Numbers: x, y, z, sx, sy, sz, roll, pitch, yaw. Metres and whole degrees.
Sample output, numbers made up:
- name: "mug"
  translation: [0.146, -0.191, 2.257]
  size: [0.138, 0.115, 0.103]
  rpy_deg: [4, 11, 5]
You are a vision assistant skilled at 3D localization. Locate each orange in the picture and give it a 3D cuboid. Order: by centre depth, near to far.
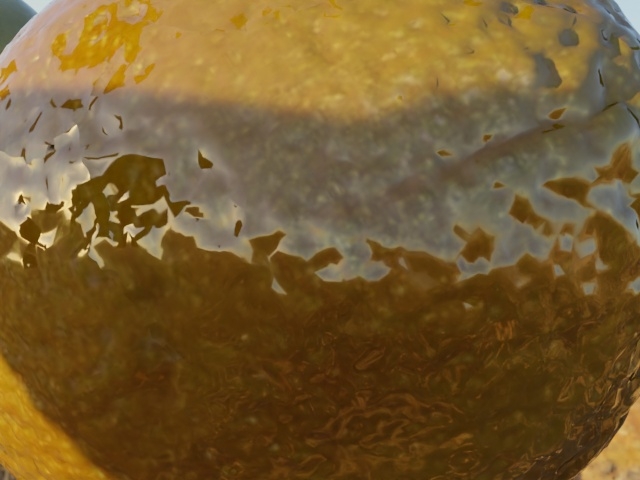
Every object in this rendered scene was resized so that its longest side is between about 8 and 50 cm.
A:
- name: "orange"
  translation: [0.000, 0.000, 0.492]
  size: [0.357, 0.322, 0.322]
  rpy_deg: [-17, -3, 22]

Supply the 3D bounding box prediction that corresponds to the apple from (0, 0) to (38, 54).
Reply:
- name: "apple"
  translation: [-0.375, -0.131, 1.030]
  size: [0.263, 0.262, 0.262]
  rpy_deg: [8, 7, -1]
